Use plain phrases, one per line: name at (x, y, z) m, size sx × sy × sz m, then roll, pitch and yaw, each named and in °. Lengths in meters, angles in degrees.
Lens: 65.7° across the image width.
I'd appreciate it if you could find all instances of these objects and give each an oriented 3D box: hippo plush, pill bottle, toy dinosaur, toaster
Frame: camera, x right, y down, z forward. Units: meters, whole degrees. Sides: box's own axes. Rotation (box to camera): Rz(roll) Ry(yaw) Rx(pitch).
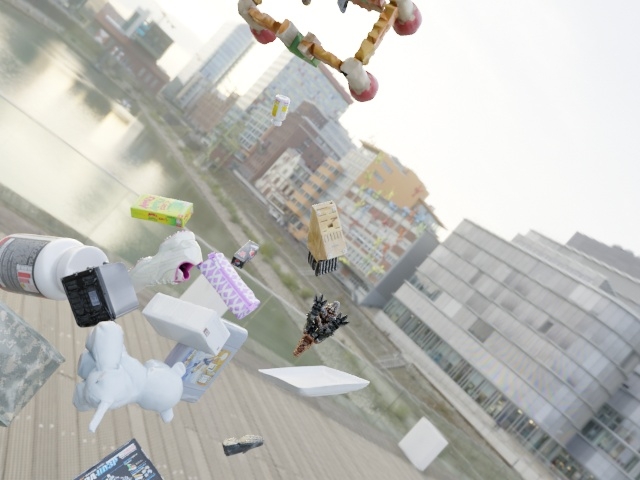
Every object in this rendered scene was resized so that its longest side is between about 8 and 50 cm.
hippo plush at (-0.463, 0.330, 1.247) m, size 0.236 × 0.234 × 0.294 m, roll 14°, pitch -13°, yaw -33°
pill bottle at (-0.908, 0.091, 1.664) m, size 0.362 × 0.210 × 0.210 m, roll 5°, pitch -18°, yaw 25°
toy dinosaur at (0.000, 0.350, 1.981) m, size 0.164 × 0.218 × 0.322 m, roll 23°, pitch 46°, yaw -8°
pill bottle at (-0.122, -0.384, 1.466) m, size 0.043 × 0.083 × 0.043 m, roll 16°, pitch 30°, yaw -9°
toaster at (-0.632, 0.160, 1.425) m, size 0.110 × 0.168 × 0.186 m, roll -26°, pitch 99°, yaw -62°

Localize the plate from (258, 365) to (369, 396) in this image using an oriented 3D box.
plate at (-0.026, 0.468, 1.646) m, size 0.277 × 0.045 × 0.278 m, roll 7°, pitch -5°, yaw -35°

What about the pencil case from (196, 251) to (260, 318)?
pencil case at (-0.259, 0.126, 1.419) m, size 0.206 × 0.086 × 0.088 m, roll 49°, pitch -36°, yaw 7°

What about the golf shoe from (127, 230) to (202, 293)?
golf shoe at (-0.514, 0.101, 1.617) m, size 0.140 × 0.306 × 0.115 m, roll 55°, pitch 13°, yaw 11°

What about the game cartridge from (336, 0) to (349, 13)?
game cartridge at (0.063, -0.639, 1.280) m, size 0.083 × 0.017 × 0.056 m, roll 115°, pitch -37°, yaw -54°

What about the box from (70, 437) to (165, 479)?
box at (-0.454, 0.569, 1.075) m, size 0.175 × 0.051 × 0.220 m, roll 45°, pitch 41°, yaw 16°

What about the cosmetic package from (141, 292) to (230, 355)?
cosmetic package at (-0.382, 0.236, 1.410) m, size 0.231 × 0.085 × 0.117 m, roll 11°, pitch -40°, yaw 26°

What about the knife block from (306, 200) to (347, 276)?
knife block at (0.000, 0.000, 1.905) m, size 0.242 × 0.088 × 0.276 m, roll -4°, pitch -79°, yaw 65°

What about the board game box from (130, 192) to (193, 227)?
board game box at (-0.534, -0.102, 1.675) m, size 0.181 × 0.043 × 0.092 m, roll 12°, pitch 39°, yaw 3°

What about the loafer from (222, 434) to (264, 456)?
loafer at (-0.316, 0.846, 2.040) m, size 0.062 × 0.170 × 0.061 m, roll -109°, pitch -166°, yaw -77°

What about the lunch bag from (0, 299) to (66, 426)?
lunch bag at (-0.896, 0.321, 1.339) m, size 0.168 × 0.235 × 0.287 m, roll -6°, pitch -54°, yaw 28°

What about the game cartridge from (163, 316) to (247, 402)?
game cartridge at (-0.381, 0.373, 1.551) m, size 0.062 × 0.297 × 0.198 m, roll 38°, pitch -1°, yaw 35°

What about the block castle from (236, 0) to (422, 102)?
block castle at (0.025, -0.622, 1.382) m, size 0.453 × 0.303 × 0.213 m, roll 36°, pitch 7°, yaw 18°

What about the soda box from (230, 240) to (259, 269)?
soda box at (-0.337, 0.063, 2.236) m, size 0.060 × 0.053 × 0.169 m, roll 29°, pitch 29°, yaw 5°
